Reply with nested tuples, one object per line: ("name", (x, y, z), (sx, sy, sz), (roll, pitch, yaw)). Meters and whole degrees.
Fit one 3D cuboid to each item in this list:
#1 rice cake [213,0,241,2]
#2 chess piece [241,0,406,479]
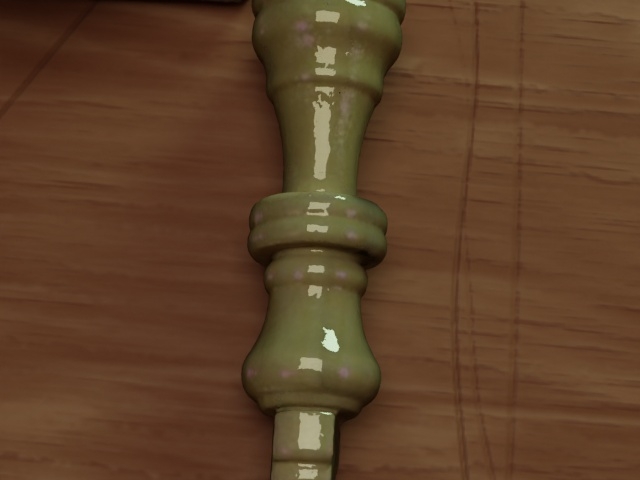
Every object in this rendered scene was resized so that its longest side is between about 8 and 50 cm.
("rice cake", (-0.148, -0.207, 1.443), (0.206, 0.047, 0.036), (2, 87, 2))
("chess piece", (0.000, 0.000, 1.344), (0.117, 0.117, 0.397), (2, 74, 0))
